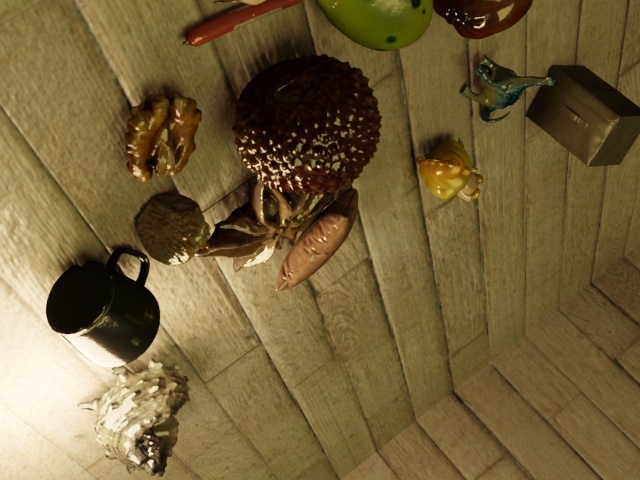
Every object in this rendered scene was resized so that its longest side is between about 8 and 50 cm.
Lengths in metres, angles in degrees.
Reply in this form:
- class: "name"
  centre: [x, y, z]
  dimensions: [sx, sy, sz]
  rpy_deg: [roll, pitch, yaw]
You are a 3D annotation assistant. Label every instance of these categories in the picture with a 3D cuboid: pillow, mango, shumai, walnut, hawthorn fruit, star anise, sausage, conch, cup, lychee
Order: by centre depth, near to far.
- class: "sausage"
  centre: [-0.117, -0.373, 1.437]
  dimensions: [0.253, 0.034, 0.034]
  rpy_deg: [-28, 145, -20]
- class: "walnut"
  centre: [-0.272, -0.178, 1.465]
  dimensions: [0.143, 0.069, 0.170]
  rpy_deg: [-17, 141, -36]
- class: "mango"
  centre: [0.083, -0.428, 1.486]
  dimensions: [0.175, 0.143, 0.293]
  rpy_deg: [-33, 145, 19]
- class: "lychee"
  centre: [-0.016, -0.193, 1.549]
  dimensions: [0.267, 0.267, 0.267]
  rpy_deg: [-28, 145, -22]
- class: "cup"
  centre: [-0.393, 0.111, 1.615]
  dimensions: [0.176, 0.169, 0.223]
  rpy_deg: [45, 57, -51]
- class: "hawthorn fruit"
  centre: [0.315, -0.504, 1.622]
  dimensions: [0.248, 0.208, 0.208]
  rpy_deg: [-55, 149, -11]
- class: "shumai"
  centre: [-0.262, -0.023, 1.636]
  dimensions: [0.145, 0.145, 0.116]
  rpy_deg: [-57, 167, 22]
- class: "star anise"
  centre: [-0.094, -0.057, 1.764]
  dimensions: [0.349, 0.109, 0.292]
  rpy_deg: [-47, 164, 28]
- class: "pillow"
  centre: [0.000, 0.000, 1.901]
  dimensions: [0.236, 0.084, 0.223]
  rpy_deg: [-52, -179, 16]
- class: "conch"
  centre: [-0.385, 0.382, 1.928]
  dimensions: [0.241, 0.186, 0.313]
  rpy_deg: [-29, 127, -36]

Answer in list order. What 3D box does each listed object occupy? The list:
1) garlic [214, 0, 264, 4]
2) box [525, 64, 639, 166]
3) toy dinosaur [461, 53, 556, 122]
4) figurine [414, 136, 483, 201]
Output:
- class: "garlic"
  centre: [-0.117, -0.445, 1.290]
  dimensions: [0.164, 0.145, 0.245]
  rpy_deg: [-11, 150, 10]
- class: "box"
  centre: [0.656, -0.309, 2.157]
  dimensions: [0.155, 0.231, 0.149]
  rpy_deg: [-9, 135, -41]
- class: "toy dinosaur"
  centre: [0.394, -0.334, 1.936]
  dimensions: [0.076, 0.147, 0.363]
  rpy_deg: [-58, -177, -11]
- class: "figurine"
  centre: [0.314, -0.159, 2.071]
  dimensions: [0.246, 0.131, 0.156]
  rpy_deg: [27, 73, -55]
